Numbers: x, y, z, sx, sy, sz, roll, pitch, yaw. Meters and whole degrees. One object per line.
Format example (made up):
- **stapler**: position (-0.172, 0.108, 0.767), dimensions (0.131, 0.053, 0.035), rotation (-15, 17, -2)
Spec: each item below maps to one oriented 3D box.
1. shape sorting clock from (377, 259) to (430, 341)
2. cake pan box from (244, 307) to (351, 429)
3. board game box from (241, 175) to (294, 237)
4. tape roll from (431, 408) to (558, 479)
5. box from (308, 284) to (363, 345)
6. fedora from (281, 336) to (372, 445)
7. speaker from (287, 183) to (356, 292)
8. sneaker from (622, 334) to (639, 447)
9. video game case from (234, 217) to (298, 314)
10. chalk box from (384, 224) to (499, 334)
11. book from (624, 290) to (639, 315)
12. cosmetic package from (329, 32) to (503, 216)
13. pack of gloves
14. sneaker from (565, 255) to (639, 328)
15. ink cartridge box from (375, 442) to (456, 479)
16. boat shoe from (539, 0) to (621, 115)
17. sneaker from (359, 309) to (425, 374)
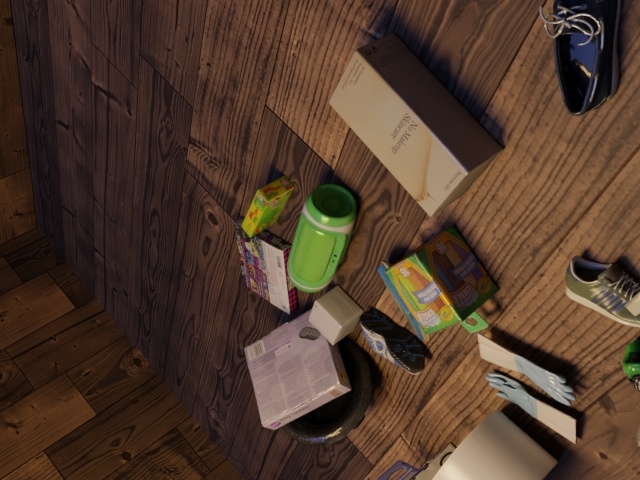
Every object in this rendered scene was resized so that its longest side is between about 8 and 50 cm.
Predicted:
- **shape sorting clock**: position (0.193, 0.134, 1.670), dimensions (0.206, 0.040, 0.206), rotation (58, 180, 0)
- **cake pan box**: position (-0.071, 0.345, 1.995), dimensions (0.070, 0.267, 0.246), rotation (41, -157, -48)
- **board game box**: position (-0.139, -0.087, 1.930), dimensions (0.043, 0.092, 0.181), rotation (51, 147, 13)
- **tape roll**: position (0.374, 0.516, 1.623), dimensions (0.169, 0.246, 0.246), rotation (41, 144, 23)
- **box**: position (0.039, 0.195, 1.937), dimensions (0.101, 0.087, 0.102), rotation (44, 145, 20)
- **fedora**: position (0.021, 0.417, 2.045), dimensions (0.334, 0.334, 0.152), rotation (25, 168, 40)
- **speaker**: position (0.000, 0.000, 1.793), dimensions (0.131, 0.131, 0.296), rotation (44, 145, 20)
- **sneaker**: position (0.553, 0.218, 1.198), dimensions (0.146, 0.134, 0.343), rotation (1, 125, 9)
- **video game case**: position (-0.155, 0.074, 2.131), dimensions (0.210, 0.042, 0.232), rotation (28, 137, 37)
- **chalk box**: position (0.260, 0.104, 1.531), dimensions (0.213, 0.132, 0.132), rotation (56, 147, 4)
- **book**: position (0.545, 0.053, 1.151), dimensions (0.035, 0.096, 0.144), rotation (47, 145, 16)
- **cosmetic package**: position (0.173, -0.217, 1.400), dimensions (0.309, 0.113, 0.160), rotation (50, 146, 13)
- **pack of gloves**: position (0.443, 0.297, 1.555), dimensions (0.232, 0.046, 0.195), rotation (29, 149, 41)
- **sneaker**: position (0.500, 0.083, 1.261), dimensions (0.192, 0.064, 0.086), rotation (24, 139, 45)
- **ink cartridge box**: position (0.316, 0.694, 1.821), dimensions (0.395, 0.270, 0.151), rotation (44, 141, 20)
- **boat shoe**: position (0.377, -0.309, 1.085), dimensions (0.095, 0.079, 0.254), rotation (20, 132, 44)
- **sneaker**: position (0.180, 0.257, 1.826), dimensions (0.211, 0.080, 0.081), rotation (43, 152, 37)
